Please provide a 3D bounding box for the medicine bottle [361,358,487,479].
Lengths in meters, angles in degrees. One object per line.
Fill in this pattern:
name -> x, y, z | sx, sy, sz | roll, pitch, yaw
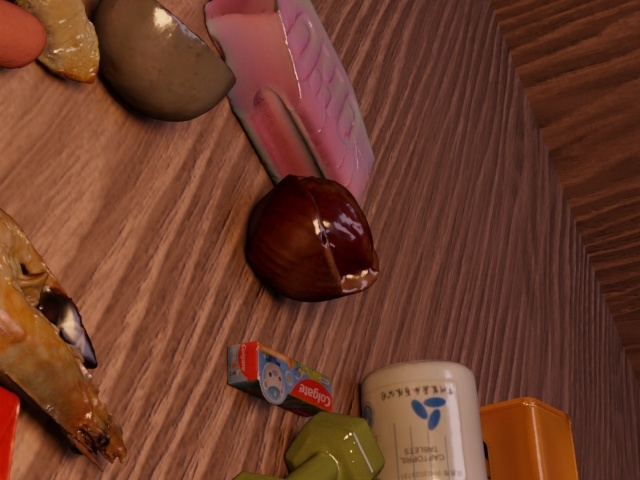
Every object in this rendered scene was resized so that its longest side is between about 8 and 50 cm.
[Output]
medicine bottle -> 0.149, 0.325, 1.628 | 0.170, 0.170, 0.292 | 33, 47, -57

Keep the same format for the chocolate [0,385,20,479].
chocolate -> -0.320, 0.178, 0.761 | 0.237, 0.108, 0.234 | 41, 42, -50

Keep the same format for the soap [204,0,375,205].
soap -> -0.039, -0.208, 1.598 | 0.323, 0.109, 0.192 | 61, 27, -28

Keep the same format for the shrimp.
shrimp -> -0.251, 0.081, 1.035 | 0.287, 0.063, 0.152 | 59, 17, -30

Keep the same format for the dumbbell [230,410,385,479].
dumbbell -> -0.024, 0.289, 1.337 | 0.108, 0.121, 0.302 | 37, 21, 13

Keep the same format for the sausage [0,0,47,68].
sausage -> -0.312, -0.195, 1.042 | 0.154, 0.062, 0.062 | 13, 65, -64

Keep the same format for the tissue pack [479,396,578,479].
tissue pack -> 0.270, 0.392, 1.713 | 0.145, 0.194, 0.274 | 30, 49, -47

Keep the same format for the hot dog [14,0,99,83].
hot dog -> -0.271, -0.229, 1.154 | 0.078, 0.061, 0.168 | -39, 139, -31

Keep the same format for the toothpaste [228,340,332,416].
toothpaste -> -0.047, 0.184, 1.435 | 0.193, 0.044, 0.070 | 35, 47, -55

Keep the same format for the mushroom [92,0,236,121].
mushroom -> -0.182, -0.199, 1.274 | 0.117, 0.141, 0.188 | -57, 132, -15

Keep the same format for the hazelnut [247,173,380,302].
hazelnut -> -0.004, -0.007, 1.494 | 0.202, 0.161, 0.170 | -21, 96, -55
